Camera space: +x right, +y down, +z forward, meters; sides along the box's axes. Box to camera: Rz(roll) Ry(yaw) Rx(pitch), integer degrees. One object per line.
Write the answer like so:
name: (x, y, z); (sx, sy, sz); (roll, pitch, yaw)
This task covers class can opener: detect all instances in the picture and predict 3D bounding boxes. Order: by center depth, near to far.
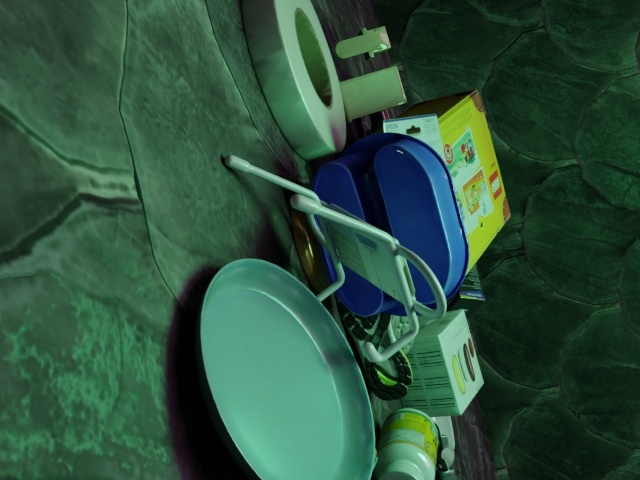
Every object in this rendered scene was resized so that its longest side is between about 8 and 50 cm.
can opener: (0.278, 0.585, 1.632); (0.076, 0.095, 0.283); (165, -83, -68)

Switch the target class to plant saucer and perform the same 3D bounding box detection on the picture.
plant saucer: (-0.042, 0.172, 0.800); (0.317, 0.044, 0.317); (42, 31, -32)
plant saucer: (0.000, 0.000, 1.234); (0.200, 0.037, 0.199); (-15, 90, -74)

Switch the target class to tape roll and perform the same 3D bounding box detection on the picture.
tape roll: (-0.043, -0.355, 1.342); (0.392, 0.072, 0.391); (-15, 90, -73)

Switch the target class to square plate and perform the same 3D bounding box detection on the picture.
square plate: (0.316, 0.448, 1.887); (0.344, 0.049, 0.347); (49, 31, -56)

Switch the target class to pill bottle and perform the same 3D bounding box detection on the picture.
pill bottle: (0.161, 0.418, 1.265); (0.208, 0.118, 0.117); (-47, 121, -72)

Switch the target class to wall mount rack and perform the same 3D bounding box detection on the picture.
wall mount rack: (0.012, 0.006, 0.948); (0.350, 0.130, 0.304); (32, -30, 53)

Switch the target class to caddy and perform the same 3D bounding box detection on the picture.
caddy: (0.126, -0.024, 1.184); (0.179, 0.241, 0.341); (-20, 96, -69)

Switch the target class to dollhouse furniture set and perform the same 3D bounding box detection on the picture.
dollhouse furniture set: (0.102, -0.418, 1.924); (0.355, 0.174, 0.303); (-155, -132, -79)

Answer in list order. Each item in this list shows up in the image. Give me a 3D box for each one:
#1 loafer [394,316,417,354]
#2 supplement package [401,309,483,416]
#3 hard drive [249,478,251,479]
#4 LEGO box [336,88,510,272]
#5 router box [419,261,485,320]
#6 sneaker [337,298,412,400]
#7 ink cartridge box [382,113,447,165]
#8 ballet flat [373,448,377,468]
loafer: (0.141, 0.128, 1.467); (0.111, 0.112, 0.319); (42, -33, 53)
supplement package: (0.287, 0.305, 1.653); (0.194, 0.149, 0.203); (-26, 101, -57)
hard drive: (-0.032, 0.223, 0.919); (0.307, 0.040, 0.203); (-83, 153, -52)
LEGO box: (0.268, -0.115, 1.650); (0.500, 0.193, 0.372); (-39, 116, -48)
router box: (0.368, 0.146, 1.982); (0.308, 0.081, 0.242); (114, -22, -51)
sneaker: (0.104, 0.170, 1.356); (0.121, 0.111, 0.299); (-92, 168, -81)
ink cartridge box: (0.191, -0.139, 1.357); (0.223, 0.045, 0.223); (-18, 97, -50)
ballet flat: (0.032, 0.366, 0.991); (0.073, 0.080, 0.232); (46, 16, -1)
